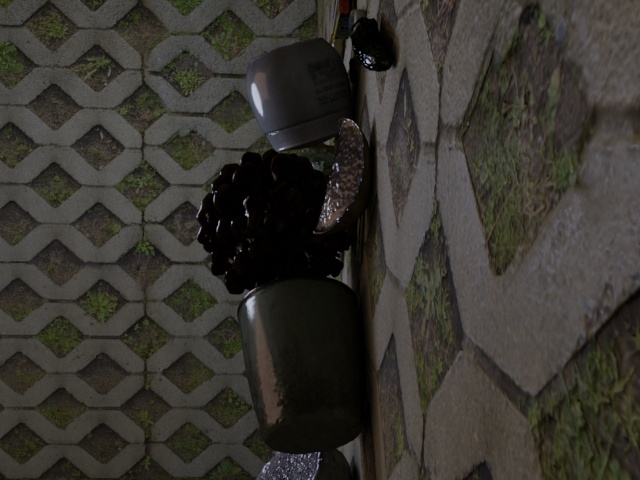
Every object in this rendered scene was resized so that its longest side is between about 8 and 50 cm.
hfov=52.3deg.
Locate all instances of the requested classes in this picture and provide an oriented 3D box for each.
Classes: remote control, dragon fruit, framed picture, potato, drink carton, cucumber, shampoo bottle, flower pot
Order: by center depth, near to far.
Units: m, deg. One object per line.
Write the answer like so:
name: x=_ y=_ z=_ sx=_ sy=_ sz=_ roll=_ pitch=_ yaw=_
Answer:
cucumber: x=0.093 y=-0.364 z=1.222 sx=0.245 sy=0.067 sz=0.067 roll=-92 pitch=4 yaw=-60
potato: x=0.081 y=-0.123 z=1.410 sx=0.120 sy=0.100 sz=0.261 roll=14 pitch=89 yaw=47
flower pot: x=-0.038 y=0.286 z=1.474 sx=0.294 sy=0.293 sz=0.330 roll=95 pitch=170 yaw=-50
remote control: x=0.088 y=-0.527 z=1.591 sx=0.122 sy=0.032 sz=0.075 roll=-98 pitch=9 yaw=-71
dragon fruit: x=-0.009 y=0.624 z=1.622 sx=0.221 sy=0.204 sz=0.283 roll=-60 pitch=23 yaw=-17
framed picture: x=0.087 y=-0.078 z=1.634 sx=0.274 sy=0.017 sz=0.217 roll=-104 pitch=15 yaw=-75
shampoo bottle: x=-0.053 y=-0.381 z=1.732 sx=0.273 sy=0.272 sz=0.267 roll=-110 pitch=4 yaw=-80
drink carton: x=0.064 y=-0.631 z=1.825 sx=0.166 sy=0.056 sz=0.071 roll=118 pitch=150 yaw=-81

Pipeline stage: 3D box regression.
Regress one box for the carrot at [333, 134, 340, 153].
carrot: x=0.060 y=-0.214 z=1.787 sx=0.049 sy=0.049 sz=0.255 roll=95 pitch=176 yaw=-51

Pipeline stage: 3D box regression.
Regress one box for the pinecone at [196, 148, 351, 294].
pinecone: x=-0.103 y=-0.018 z=1.652 sx=0.398 sy=0.397 sz=0.398 roll=-179 pitch=90 yaw=-86

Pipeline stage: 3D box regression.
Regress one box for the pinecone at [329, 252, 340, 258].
pinecone: x=0.000 y=0.000 z=2.013 sx=0.173 sy=0.173 sz=0.174 roll=-179 pitch=90 yaw=-86

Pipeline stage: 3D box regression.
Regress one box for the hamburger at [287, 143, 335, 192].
hamburger: x=-0.024 y=-0.249 z=2.203 sx=0.288 sy=0.192 sz=0.168 roll=-106 pitch=27 yaw=-76

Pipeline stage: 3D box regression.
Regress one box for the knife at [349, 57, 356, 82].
knife: x=0.085 y=-0.457 z=1.741 sx=0.121 sy=0.018 sz=0.031 roll=-93 pitch=-5 yaw=-47

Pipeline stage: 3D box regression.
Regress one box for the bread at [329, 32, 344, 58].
bread: x=0.046 y=-0.592 z=2.111 sx=0.214 sy=0.053 sz=0.073 roll=105 pitch=162 yaw=-64
